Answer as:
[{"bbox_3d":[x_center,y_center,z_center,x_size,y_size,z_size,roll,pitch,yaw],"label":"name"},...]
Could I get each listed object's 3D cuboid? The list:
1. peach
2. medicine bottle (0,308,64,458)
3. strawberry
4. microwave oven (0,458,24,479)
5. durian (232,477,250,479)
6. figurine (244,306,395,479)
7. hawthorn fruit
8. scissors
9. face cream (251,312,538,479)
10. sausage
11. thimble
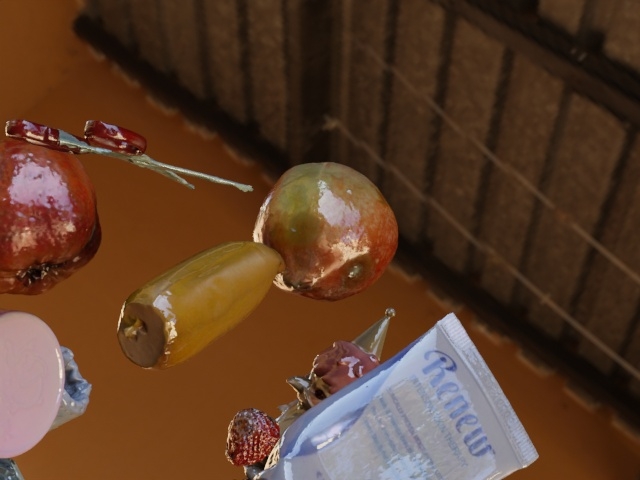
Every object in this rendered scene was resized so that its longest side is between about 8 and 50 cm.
[{"bbox_3d":[0.000,0.000,2.228,0.232,0.256,0.232,8,-45,8],"label":"peach"},{"bbox_3d":[-0.529,0.185,1.907,0.316,0.202,0.202,3,-47,34],"label":"medicine bottle"},{"bbox_3d":[-0.109,0.304,2.149,0.083,0.096,0.083,38,-14,11],"label":"strawberry"},{"bbox_3d":[-0.518,0.434,2.114,0.240,0.145,0.194,52,5,37],"label":"microwave oven"},{"bbox_3d":[-0.142,0.602,2.557,0.348,0.384,0.347,33,-11,7],"label":"durian"},{"bbox_3d":[0.010,0.280,2.459,0.166,0.387,0.207,34,11,-20],"label":"figurine"},{"bbox_3d":[-0.387,-0.058,1.773,0.207,0.207,0.243,108,-38,-62],"label":"hawthorn fruit"},{"bbox_3d":[-0.170,-0.076,1.328,0.144,0.017,0.248,5,-8,35],"label":"scissors"},{"bbox_3d":[0.078,0.295,1.846,0.234,0.420,0.137,59,-25,3],"label":"face cream"},{"bbox_3d":[-0.130,0.063,1.719,0.112,0.328,0.112,10,-69,27],"label":"sausage"},{"bbox_3d":[-0.462,0.254,2.344,0.127,0.118,0.151,63,7,-5],"label":"thimble"}]
